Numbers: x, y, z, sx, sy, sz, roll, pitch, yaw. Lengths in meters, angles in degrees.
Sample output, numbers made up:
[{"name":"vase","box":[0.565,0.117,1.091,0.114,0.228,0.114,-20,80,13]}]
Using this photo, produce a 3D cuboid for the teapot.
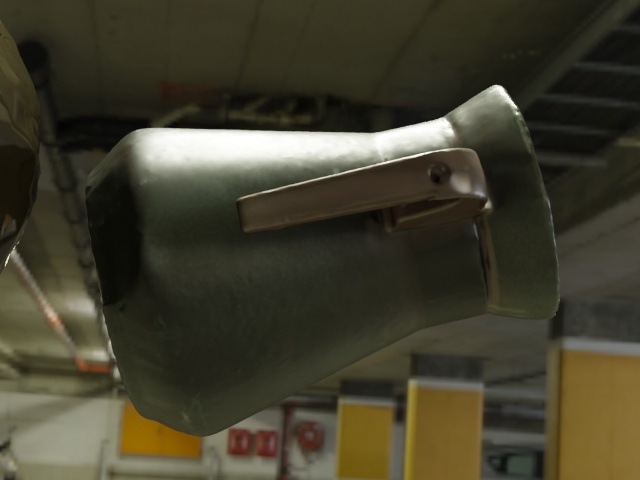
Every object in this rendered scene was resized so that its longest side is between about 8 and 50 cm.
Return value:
[{"name":"teapot","box":[0.000,0.000,0.993,0.344,0.253,0.300,-14,-10,-1]}]

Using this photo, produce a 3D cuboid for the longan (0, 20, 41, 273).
[{"name":"longan","box":[-0.400,-0.087,0.913,0.391,0.391,0.391,3,-10,1]}]
